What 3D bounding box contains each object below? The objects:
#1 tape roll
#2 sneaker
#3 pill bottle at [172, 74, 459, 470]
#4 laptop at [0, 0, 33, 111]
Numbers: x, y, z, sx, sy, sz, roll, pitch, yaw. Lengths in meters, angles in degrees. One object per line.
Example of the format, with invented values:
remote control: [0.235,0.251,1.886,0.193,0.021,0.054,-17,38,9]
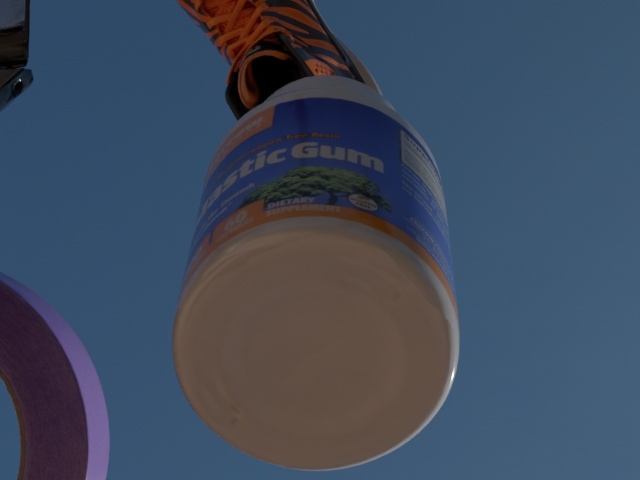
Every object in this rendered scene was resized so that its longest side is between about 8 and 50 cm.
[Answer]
tape roll: [-0.292,0.145,1.055,0.275,0.090,0.274,0,-94,2]
sneaker: [-0.062,-0.208,1.445,0.124,0.180,0.321,-44,-92,17]
pill bottle: [0.000,0.000,0.888,0.152,0.272,0.152,0,-63,1]
laptop: [-0.393,-0.168,0.900,0.382,0.408,0.236,-4,-66,13]
